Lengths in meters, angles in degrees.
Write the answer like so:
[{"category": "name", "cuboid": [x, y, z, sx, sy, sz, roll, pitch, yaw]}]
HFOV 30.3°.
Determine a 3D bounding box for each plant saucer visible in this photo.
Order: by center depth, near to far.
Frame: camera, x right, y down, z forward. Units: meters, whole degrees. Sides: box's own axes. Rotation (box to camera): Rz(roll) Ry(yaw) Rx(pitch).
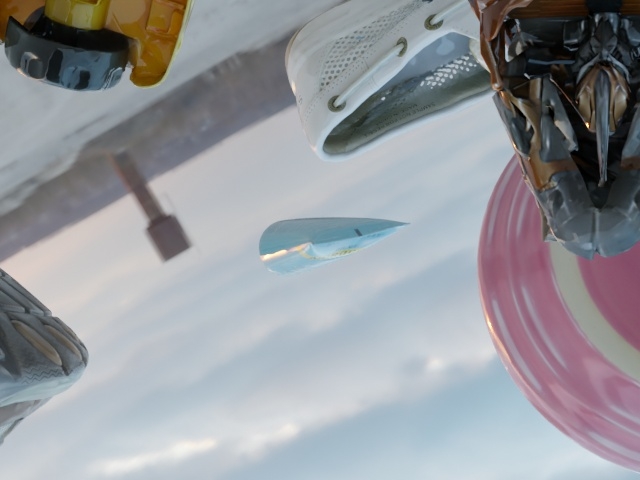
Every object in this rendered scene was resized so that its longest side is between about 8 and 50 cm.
[{"category": "plant saucer", "cuboid": [0.292, 0.018, 0.929, 0.332, 0.332, 0.084, -31, 164, -12]}]

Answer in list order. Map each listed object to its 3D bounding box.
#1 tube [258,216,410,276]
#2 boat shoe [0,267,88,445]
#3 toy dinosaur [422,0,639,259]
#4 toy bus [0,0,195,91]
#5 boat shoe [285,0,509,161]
[{"category": "tube", "cuboid": [0.000, 0.000, 0.991, 0.080, 0.052, 0.207, -18, -179, -18]}, {"category": "boat shoe", "cuboid": [-0.193, 0.066, 0.492, 0.116, 0.123, 0.324, -49, 177, 5]}, {"category": "toy dinosaur", "cuboid": [0.068, -0.156, 0.313, 0.164, 0.322, 0.218, -19, -176, 17]}, {"category": "toy bus", "cuboid": [-0.165, -0.188, 0.684, 0.211, 0.220, 0.149, -79, -174, -73]}, {"category": "boat shoe", "cuboid": [0.109, -0.123, 0.694, 0.277, 0.098, 0.096, -26, -128, 23]}]
